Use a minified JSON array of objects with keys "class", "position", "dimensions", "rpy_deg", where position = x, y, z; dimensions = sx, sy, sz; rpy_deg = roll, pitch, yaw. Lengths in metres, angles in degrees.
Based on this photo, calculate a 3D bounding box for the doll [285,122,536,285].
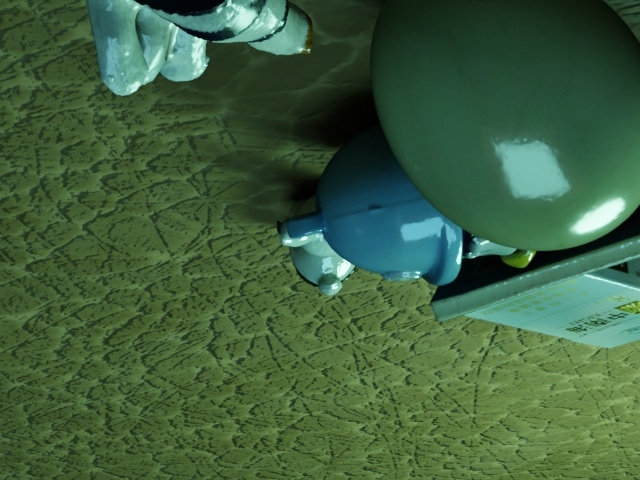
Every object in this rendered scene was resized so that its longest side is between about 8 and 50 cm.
[{"class":"doll","position":[0.125,-0.040,1.323],"dimensions":[0.314,0.141,0.177],"rpy_deg":[-10,-179,-8]}]

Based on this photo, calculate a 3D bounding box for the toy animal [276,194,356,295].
[{"class":"toy animal","position":[0.001,-0.006,1.443],"dimensions":[0.071,0.085,0.124],"rpy_deg":[8,153,3]}]

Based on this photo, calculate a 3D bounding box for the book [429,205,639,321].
[{"class":"book","position":[0.235,-0.017,1.404],"dimensions":[0.269,0.025,0.191],"rpy_deg":[-19,-163,24]}]

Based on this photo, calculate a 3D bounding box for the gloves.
[{"class":"gloves","position":[-0.085,-0.168,1.036],"dimensions":[0.140,0.131,0.219],"rpy_deg":[-12,-174,4]}]

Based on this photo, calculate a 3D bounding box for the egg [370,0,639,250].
[{"class":"egg","position":[0.136,-0.097,1.141],"dimensions":[0.186,0.186,0.241],"rpy_deg":[-25,130,32]}]

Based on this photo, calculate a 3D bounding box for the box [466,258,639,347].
[{"class":"box","position":[0.267,0.043,1.620],"dimensions":[0.243,0.067,0.155],"rpy_deg":[14,155,-38]}]
